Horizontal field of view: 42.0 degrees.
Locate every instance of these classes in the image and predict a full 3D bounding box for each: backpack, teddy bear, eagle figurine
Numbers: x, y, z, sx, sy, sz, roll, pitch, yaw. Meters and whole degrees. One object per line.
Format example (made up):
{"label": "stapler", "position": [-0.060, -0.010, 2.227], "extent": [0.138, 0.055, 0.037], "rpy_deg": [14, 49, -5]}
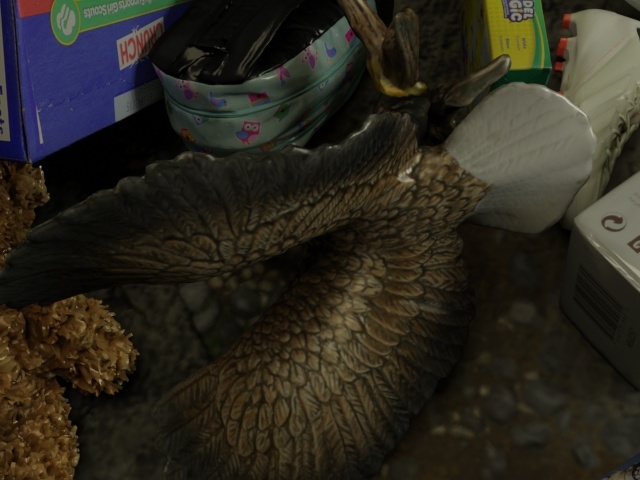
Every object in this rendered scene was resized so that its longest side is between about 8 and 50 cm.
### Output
{"label": "backpack", "position": [-0.039, -0.139, 0.630], "extent": [0.152, 0.115, 0.182], "rpy_deg": [14, 49, 30]}
{"label": "teddy bear", "position": [-0.244, 0.092, 0.556], "extent": [0.245, 0.113, 0.338], "rpy_deg": [-36, 67, -3]}
{"label": "eagle figurine", "position": [-0.005, 0.004, 0.504], "extent": [0.226, 0.225, 0.298], "rpy_deg": [35, 58, 5]}

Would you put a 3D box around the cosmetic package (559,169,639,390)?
{"label": "cosmetic package", "position": [0.261, -0.020, 0.508], "extent": [0.231, 0.117, 0.085], "rpy_deg": [-33, 60, -8]}

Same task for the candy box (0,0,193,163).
{"label": "candy box", "position": [-0.278, -0.161, 0.618], "extent": [0.317, 0.122, 0.268], "rpy_deg": [8, 23, 13]}

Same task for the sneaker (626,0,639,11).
{"label": "sneaker", "position": [0.361, -0.235, 0.630], "extent": [0.295, 0.105, 0.147], "rpy_deg": [7, 59, 8]}

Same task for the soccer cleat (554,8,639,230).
{"label": "soccer cleat", "position": [0.203, -0.092, 0.592], "extent": [0.076, 0.068, 0.196], "rpy_deg": [9, 59, 12]}

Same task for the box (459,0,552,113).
{"label": "box", "position": [0.132, -0.158, 0.620], "extent": [0.043, 0.105, 0.179], "rpy_deg": [-1, 59, 1]}

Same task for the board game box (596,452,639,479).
{"label": "board game box", "position": [0.187, 0.171, 0.388], "extent": [0.243, 0.165, 0.042], "rpy_deg": [-29, 15, -7]}
